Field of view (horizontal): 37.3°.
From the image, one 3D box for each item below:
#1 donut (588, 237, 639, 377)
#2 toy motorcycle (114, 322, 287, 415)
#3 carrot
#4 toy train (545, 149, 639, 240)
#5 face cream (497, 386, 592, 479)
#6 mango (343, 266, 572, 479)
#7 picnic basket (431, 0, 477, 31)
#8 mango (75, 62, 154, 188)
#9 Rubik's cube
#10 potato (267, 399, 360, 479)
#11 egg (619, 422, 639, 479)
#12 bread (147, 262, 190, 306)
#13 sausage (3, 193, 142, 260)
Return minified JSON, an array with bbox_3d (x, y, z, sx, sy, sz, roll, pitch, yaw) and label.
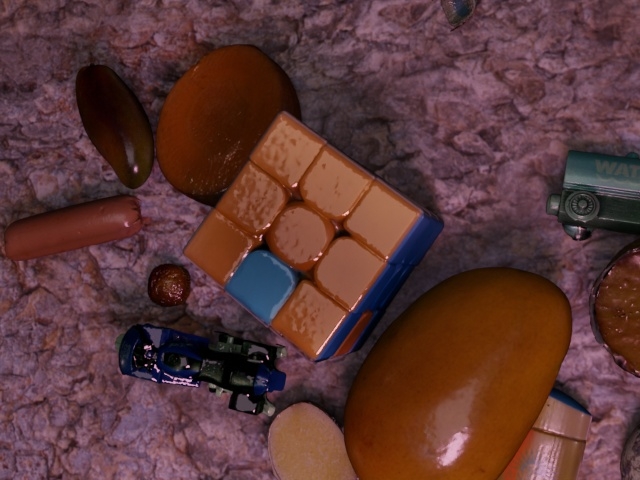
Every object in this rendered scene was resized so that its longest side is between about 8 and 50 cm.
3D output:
[{"bbox_3d":[0.561,0.099,1.499,0.271,0.107,0.272,11,123,17],"label":"donut"},{"bbox_3d":[-0.225,0.214,1.677,0.331,0.196,0.125,12,89,16],"label":"toy motorcycle"},{"bbox_3d":[-0.167,-0.212,1.753,0.258,0.100,0.307,16,83,16],"label":"carrot"},{"bbox_3d":[0.507,-0.074,1.574,0.248,0.101,0.159,11,73,14],"label":"toy train"},{"bbox_3d":[0.360,0.381,1.586,0.139,0.067,0.285,13,90,15],"label":"face cream"},{"bbox_3d":[0.221,0.230,1.537,0.446,0.232,0.300,-51,48,6],"label":"mango"},{"bbox_3d":[0.239,-0.407,1.665,0.083,0.083,0.065,-28,95,-33],"label":"picnic basket"},{"bbox_3d":[-0.382,-0.214,1.780,0.133,0.111,0.268,-45,65,40],"label":"mango"},{"bbox_3d":[0.000,0.000,1.587,0.291,0.290,0.292,37,97,13],"label":"Rubik's cube"},{"bbox_3d":[0.000,0.376,1.672,0.164,0.081,0.200,-40,75,17],"label":"potato"},{"bbox_3d":[0.549,0.349,1.508,0.132,0.132,0.172,15,81,14],"label":"egg"},{"bbox_3d":[-0.285,0.084,1.774,0.085,0.053,0.085,-1,86,14],"label":"bread"},{"bbox_3d":[-0.473,-0.024,1.813,0.288,0.086,0.086,-13,83,14],"label":"sausage"}]
